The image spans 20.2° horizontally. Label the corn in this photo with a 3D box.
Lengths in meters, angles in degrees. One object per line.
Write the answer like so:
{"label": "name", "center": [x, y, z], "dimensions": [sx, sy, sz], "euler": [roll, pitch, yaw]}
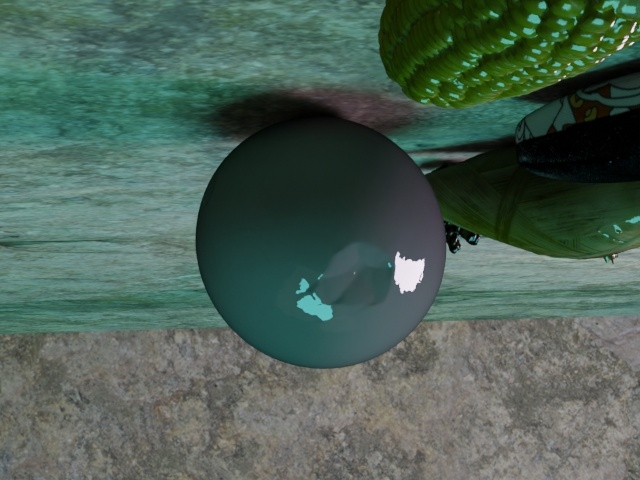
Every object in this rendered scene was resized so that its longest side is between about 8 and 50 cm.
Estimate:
{"label": "corn", "center": [0.086, -0.109, 0.782], "dimensions": [0.091, 0.091, 0.260], "euler": [34, 167, -7]}

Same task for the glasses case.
{"label": "glasses case", "center": [0.238, -0.079, 1.161], "dimensions": [0.103, 0.067, 0.266], "euler": [5, 170, -39]}

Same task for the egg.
{"label": "egg", "center": [0.000, 0.000, 1.260], "dimensions": [0.176, 0.176, 0.232], "euler": [-4, 167, 4]}

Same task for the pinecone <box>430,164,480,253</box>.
{"label": "pinecone", "center": [0.117, -0.027, 1.501], "dimensions": [0.083, 0.077, 0.077], "euler": [-5, 174, -25]}

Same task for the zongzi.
{"label": "zongzi", "center": [0.172, -0.039, 1.380], "dimensions": [0.197, 0.099, 0.194], "euler": [6, 171, -13]}
